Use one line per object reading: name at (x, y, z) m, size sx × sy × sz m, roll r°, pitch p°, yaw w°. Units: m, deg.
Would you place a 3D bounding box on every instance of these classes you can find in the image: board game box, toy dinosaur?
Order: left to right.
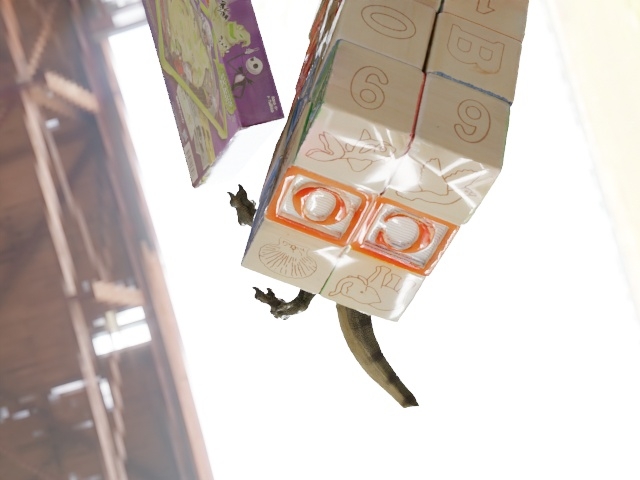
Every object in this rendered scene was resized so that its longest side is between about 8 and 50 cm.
board game box at (-0.121, -0.238, 1.393) m, size 0.208 × 0.056 × 0.347 m, roll 136°, pitch 119°, yaw -74°
toy dinosaur at (0.000, 0.000, 1.138) m, size 0.064 × 0.118 × 0.268 m, roll 27°, pitch -126°, yaw -59°

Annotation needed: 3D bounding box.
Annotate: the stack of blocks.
stack of blocks at (0.054, -0.129, 0.786) m, size 0.171 × 0.087 × 0.297 m, roll 118°, pitch 170°, yaw -50°
